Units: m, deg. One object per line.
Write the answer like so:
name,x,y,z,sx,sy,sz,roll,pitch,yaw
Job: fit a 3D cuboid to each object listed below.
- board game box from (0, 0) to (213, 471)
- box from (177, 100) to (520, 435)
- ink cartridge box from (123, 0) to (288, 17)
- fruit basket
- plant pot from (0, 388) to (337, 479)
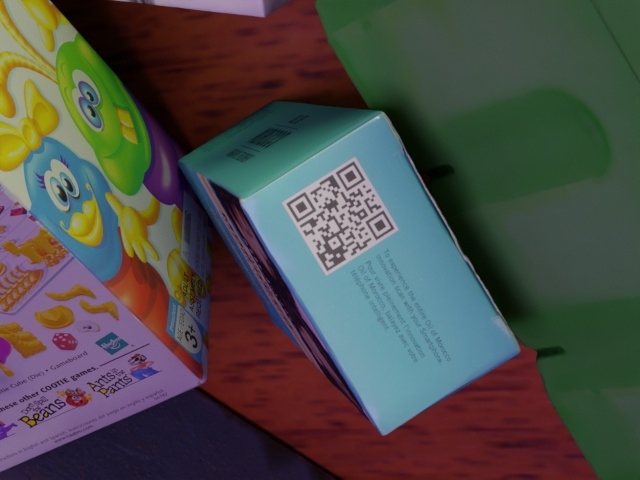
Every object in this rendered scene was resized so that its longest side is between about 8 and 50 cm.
board game box,-0.183,-0.040,0.676,0.144,0.142,0.275,-24,130,20
box,0.000,0.000,0.637,0.060,0.244,0.101,-32,100,-6
ink cartridge box,-0.063,-0.163,0.686,0.180,0.060,0.104,9,117,20
fruit basket,0.183,-0.098,0.473,0.392,0.283,0.392,21,131,27
plant pot,-0.146,0.233,0.800,0.247,0.252,0.247,32,123,7
